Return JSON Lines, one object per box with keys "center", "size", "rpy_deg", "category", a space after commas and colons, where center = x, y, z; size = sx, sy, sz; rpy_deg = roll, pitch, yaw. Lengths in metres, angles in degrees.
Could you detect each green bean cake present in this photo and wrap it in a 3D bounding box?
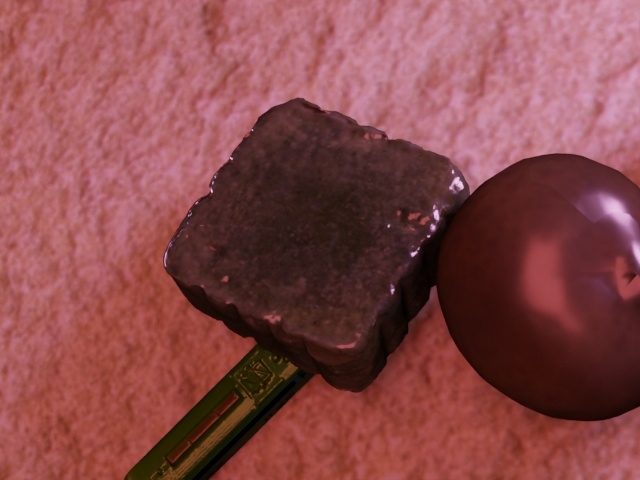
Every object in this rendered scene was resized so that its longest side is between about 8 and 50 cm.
{"center": [0.000, 0.000, 1.049], "size": [0.185, 0.094, 0.183], "rpy_deg": [26, 72, 22], "category": "green bean cake"}

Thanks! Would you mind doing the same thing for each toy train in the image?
{"center": [-0.093, 0.156, 1.090], "size": [0.209, 0.042, 0.044], "rpy_deg": [-45, 69, 4], "category": "toy train"}

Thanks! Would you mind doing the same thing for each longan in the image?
{"center": [0.169, 0.034, 0.967], "size": [0.189, 0.189, 0.189], "rpy_deg": [-4, 78, 17], "category": "longan"}
